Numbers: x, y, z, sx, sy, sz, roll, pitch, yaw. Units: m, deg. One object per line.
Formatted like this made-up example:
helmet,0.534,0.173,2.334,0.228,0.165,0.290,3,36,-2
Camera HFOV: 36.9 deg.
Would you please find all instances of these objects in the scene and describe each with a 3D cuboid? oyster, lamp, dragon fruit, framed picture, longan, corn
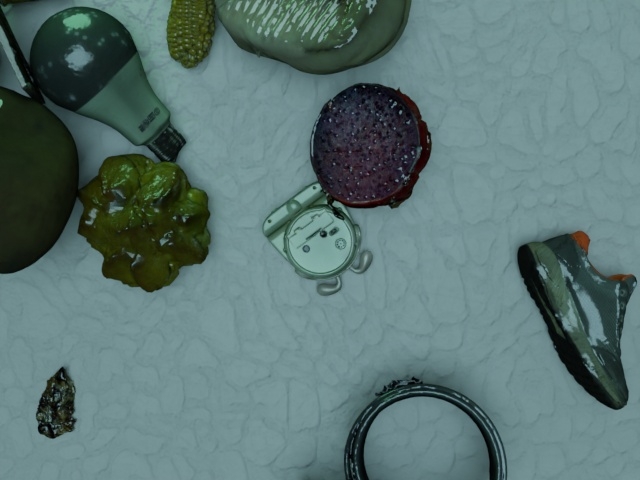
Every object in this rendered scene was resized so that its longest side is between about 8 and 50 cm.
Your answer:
oyster,-0.498,0.304,1.790,0.086,0.029,0.132,-11,96,2
lamp,-0.353,-0.281,1.682,0.313,0.182,0.182,29,95,-18
dragon fruit,0.104,-0.161,1.694,0.218,0.148,0.224,-14,87,26
framed picture,-0.548,-0.374,1.647,0.019,0.209,0.281,-25,92,-8
longan,-0.542,-0.102,1.605,0.288,0.350,0.288,-7,129,-9
corn,-0.214,-0.426,1.643,0.086,0.086,0.288,15,131,0

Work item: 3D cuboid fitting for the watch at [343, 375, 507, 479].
watch,0.149,0.401,1.686,0.335,0.314,0.327,23,82,10

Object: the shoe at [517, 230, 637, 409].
shoe,0.496,0.128,1.719,0.171,0.132,0.336,-27,91,-6

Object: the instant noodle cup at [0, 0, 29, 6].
instant noodle cup,-0.500,-0.483,1.676,0.122,0.151,0.152,0,95,-10

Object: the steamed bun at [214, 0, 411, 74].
steamed bun,0.004,-0.418,1.636,0.324,0.219,0.310,8,80,25

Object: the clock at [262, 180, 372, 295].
clock,0.000,0.000,1.740,0.151,0.062,0.191,-37,94,4

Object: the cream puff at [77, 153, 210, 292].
cream puff,-0.310,-0.033,1.693,0.244,0.196,0.244,-6,124,-10
